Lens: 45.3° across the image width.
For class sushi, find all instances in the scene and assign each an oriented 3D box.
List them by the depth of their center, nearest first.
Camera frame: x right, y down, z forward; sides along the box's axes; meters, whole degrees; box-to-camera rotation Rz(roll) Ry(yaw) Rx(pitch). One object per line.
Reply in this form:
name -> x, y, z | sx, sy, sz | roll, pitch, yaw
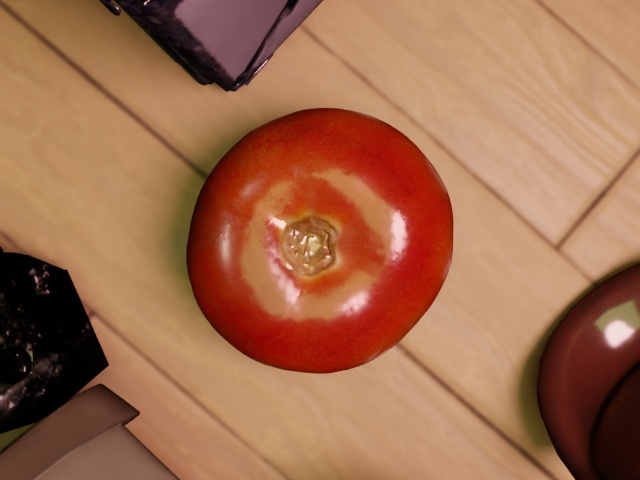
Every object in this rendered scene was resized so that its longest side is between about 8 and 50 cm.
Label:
sushi -> -0.333, 0.072, 0.547 | 0.227, 0.215, 0.212 | -25, 86, 21

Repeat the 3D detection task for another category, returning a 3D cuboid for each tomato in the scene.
tomato -> 0.000, 0.000, 0.562 | 0.195, 0.136, 0.195 | 0, 92, 3

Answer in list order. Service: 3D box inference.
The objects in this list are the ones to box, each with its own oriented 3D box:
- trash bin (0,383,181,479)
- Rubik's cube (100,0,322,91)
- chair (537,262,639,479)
trash bin -> -0.159, 0.253, 0.519 | 0.250, 0.220, 0.219 | 44, 51, -8
Rubik's cube -> -0.082, -0.302, 0.469 | 0.310, 0.307, 0.305 | -44, 93, 3
chair -> 0.339, 0.201, 0.523 | 0.226, 0.226, 0.401 | -41, 90, 1
